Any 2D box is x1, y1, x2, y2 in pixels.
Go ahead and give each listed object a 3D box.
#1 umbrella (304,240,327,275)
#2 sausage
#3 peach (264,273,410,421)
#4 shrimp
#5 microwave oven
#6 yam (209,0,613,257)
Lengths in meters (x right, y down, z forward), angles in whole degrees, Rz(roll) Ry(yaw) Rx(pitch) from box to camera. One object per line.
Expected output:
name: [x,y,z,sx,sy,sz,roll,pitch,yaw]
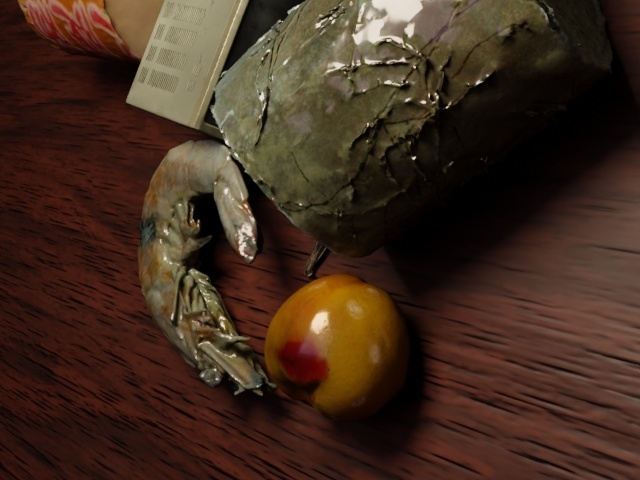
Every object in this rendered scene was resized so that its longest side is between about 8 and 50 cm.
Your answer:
umbrella: [0.002,0.001,1.036,0.031,0.020,0.083,36,109,49]
sausage: [-0.255,-0.353,1.290,0.287,0.233,0.233,17,89,49]
peach: [0.019,0.097,0.900,0.138,0.138,0.138,-20,62,42]
shrimp: [-0.126,0.029,1.088,0.360,0.085,0.247,59,134,39]
microwave oven: [-0.099,-0.238,1.138,0.194,0.145,0.240,25,95,50]
yam: [0.078,-0.149,0.866,0.348,0.241,0.241,-36,52,32]
